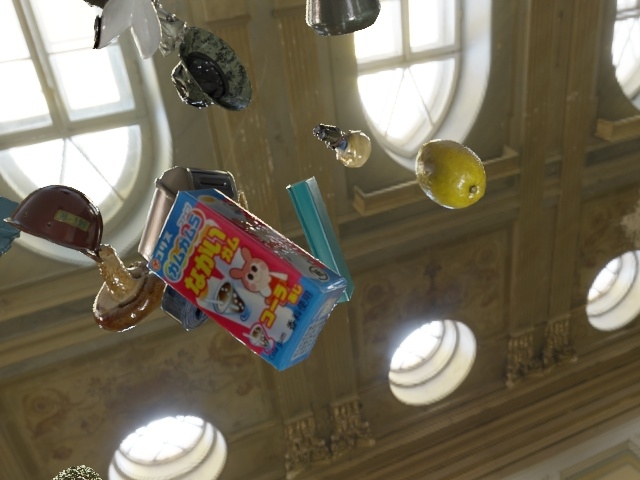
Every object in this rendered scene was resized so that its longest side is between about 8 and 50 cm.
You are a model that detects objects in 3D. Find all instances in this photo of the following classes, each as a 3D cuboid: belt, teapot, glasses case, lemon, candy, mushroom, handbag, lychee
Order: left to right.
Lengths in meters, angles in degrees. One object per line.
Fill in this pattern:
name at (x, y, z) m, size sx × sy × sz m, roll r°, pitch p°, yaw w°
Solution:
handbag at (-0.780, -0.009, 1.343) m, size 0.144 × 0.057 × 0.221 m, roll 21°, pitch -129°, yaw 0°
lychee at (-0.407, 0.437, 0.962) m, size 0.114 × 0.114 × 0.146 m, roll -12°, pitch -152°, yaw -9°
mushroom at (-0.638, 0.172, 1.894) m, size 0.255 × 0.267 × 0.267 m, roll 21°, pitch -163°, yaw -26°
belt at (-0.250, 0.101, 1.215) m, size 0.082 × 0.190 × 0.141 m, roll 34°, pitch -150°, yaw 18°
candy at (-0.126, 0.054, 0.958) m, size 0.306 × 0.157 × 0.100 m, roll 35°, pitch -160°, yaw 20°
glasses case at (-0.001, 0.001, 1.417) m, size 0.070 × 0.300 × 0.117 m, roll -17°, pitch -172°, yaw 11°
teapot at (0.061, -0.872, 1.912) m, size 0.254 × 0.343 × 0.300 m, roll -3°, pitch -147°, yaw 13°
lemon at (0.340, -0.178, 1.551) m, size 0.170 × 0.169 × 0.207 m, roll -20°, pitch -131°, yaw -23°

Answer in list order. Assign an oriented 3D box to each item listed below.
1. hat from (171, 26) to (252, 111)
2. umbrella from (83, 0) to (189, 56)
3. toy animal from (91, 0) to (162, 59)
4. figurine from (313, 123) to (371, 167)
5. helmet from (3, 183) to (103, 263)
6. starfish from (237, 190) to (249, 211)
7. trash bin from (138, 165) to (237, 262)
hat at (-0.310, -0.423, 1.541) m, size 0.128 × 0.265 × 0.265 m, roll -26°, pitch -163°, yaw 31°
umbrella at (-0.467, -0.555, 1.323) m, size 0.358 × 0.106 × 0.113 m, roll 29°, pitch 169°, yaw -13°
toy animal at (-0.225, -0.321, 0.684) m, size 0.131 × 0.181 × 0.127 m, roll 19°, pitch -137°, yaw -21°
figurine at (0.065, -0.281, 1.732) m, size 0.196 × 0.108 × 0.114 m, roll 11°, pitch -156°, yaw -44°
helmet at (-0.438, -0.037, 1.022) m, size 0.155 × 0.175 × 0.106 m, roll 5°, pitch -114°, yaw 57°
starfish at (-0.227, -0.036, 1.709) m, size 0.048 × 0.231 × 0.295 m, roll -28°, pitch -113°, yaw -40°
trash bin at (-0.358, -0.062, 1.593) m, size 0.182 × 0.290 × 0.210 m, roll 35°, pitch -160°, yaw 27°
